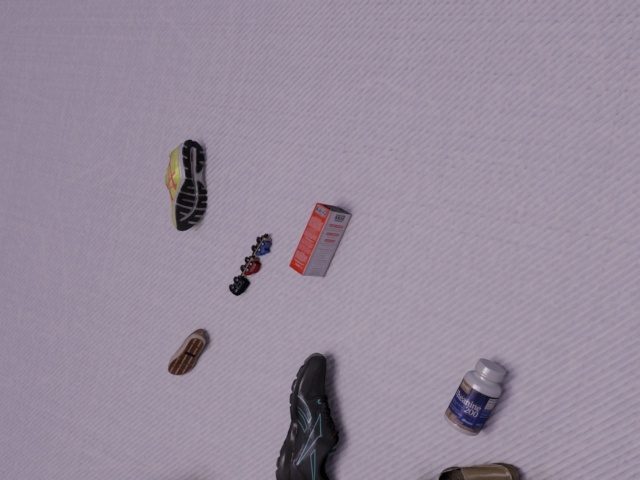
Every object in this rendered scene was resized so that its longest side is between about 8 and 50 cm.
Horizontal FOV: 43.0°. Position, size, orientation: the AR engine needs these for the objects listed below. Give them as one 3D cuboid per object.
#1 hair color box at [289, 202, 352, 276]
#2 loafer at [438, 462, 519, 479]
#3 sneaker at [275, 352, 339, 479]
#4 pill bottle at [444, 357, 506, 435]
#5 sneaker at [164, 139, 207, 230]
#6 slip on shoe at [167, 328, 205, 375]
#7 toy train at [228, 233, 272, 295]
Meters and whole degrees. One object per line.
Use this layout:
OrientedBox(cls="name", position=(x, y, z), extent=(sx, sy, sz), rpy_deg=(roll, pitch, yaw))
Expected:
OrientedBox(cls="hair color box", position=(0.000, 0.000, 1.597), extent=(0.043, 0.072, 0.141), rpy_deg=(34, 105, 35))
OrientedBox(cls="loafer", position=(0.262, 0.404, 1.363), extent=(0.148, 0.050, 0.056), rpy_deg=(-18, 75, 36))
OrientedBox(cls="sneaker", position=(-0.010, 0.352, 1.573), extent=(0.106, 0.101, 0.267), rpy_deg=(10, 91, 17))
OrientedBox(cls="pill bottle", position=(0.262, 0.262, 1.366), extent=(0.067, 0.067, 0.120), rpy_deg=(34, 107, 35))
OrientedBox(cls="sneaker", position=(-0.317, -0.122, 1.864), extent=(0.094, 0.081, 0.208), rpy_deg=(-8, 74, 45))
OrientedBox(cls="slip on shoe", position=(-0.300, 0.251, 1.832), extent=(0.135, 0.051, 0.041), rpy_deg=(-56, 16, 29))
OrientedBox(cls="toy train", position=(-0.148, 0.054, 1.737), extent=(0.036, 0.027, 0.158), rpy_deg=(42, 111, 30))
